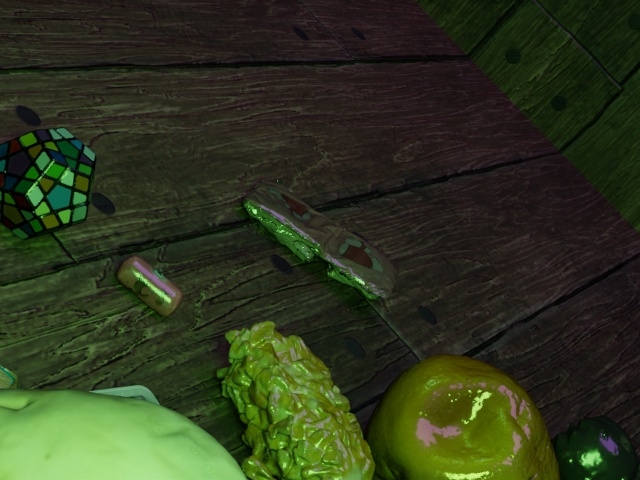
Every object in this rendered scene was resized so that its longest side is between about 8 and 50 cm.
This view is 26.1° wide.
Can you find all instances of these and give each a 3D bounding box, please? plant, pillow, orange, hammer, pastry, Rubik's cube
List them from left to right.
[{"bbox_3d":[-0.311,-0.063,1.546,0.133,0.133,0.112,21,6,-38],"label":"Rubik's cube"},{"bbox_3d":[-0.198,0.052,1.608,0.083,0.043,0.043,39,25,-3],"label":"hammer"},{"bbox_3d":[-0.030,0.208,1.528,0.154,0.102,0.250,16,35,-42],"label":"pastry"},{"bbox_3d":[0.000,0.000,1.977,0.248,0.049,0.135,36,24,-3],"label":"pillow"},{"bbox_3d":[0.144,0.263,1.575,0.183,0.249,0.249,-16,56,-26],"label":"orange"},{"bbox_3d":[0.393,0.359,1.843,0.142,0.164,0.256,-8,65,-59],"label":"plant"}]

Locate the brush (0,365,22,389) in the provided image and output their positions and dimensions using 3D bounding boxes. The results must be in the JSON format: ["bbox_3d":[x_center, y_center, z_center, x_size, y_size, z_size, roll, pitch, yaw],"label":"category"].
[{"bbox_3d":[-0.357,0.118,1.304,0.164,0.014,0.051,24,29,-31],"label":"brush"}]

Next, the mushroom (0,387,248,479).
[{"bbox_3d":[-0.201,0.248,0.974,0.325,0.353,0.353,61,27,4],"label":"mushroom"}]

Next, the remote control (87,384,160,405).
[{"bbox_3d":[-0.234,0.195,1.334,0.250,0.034,0.103,2,46,-55],"label":"remote control"}]
